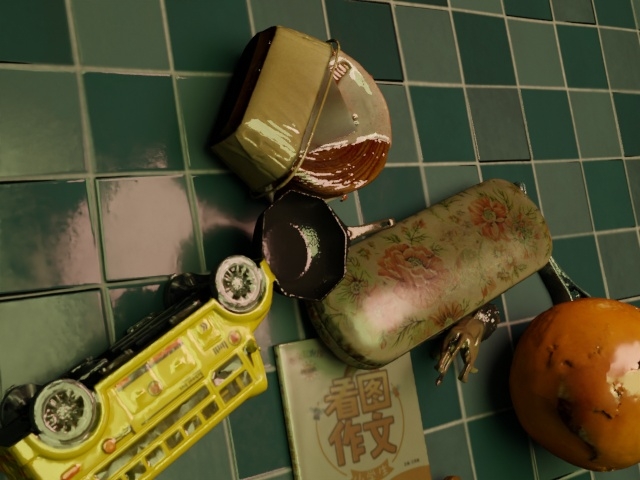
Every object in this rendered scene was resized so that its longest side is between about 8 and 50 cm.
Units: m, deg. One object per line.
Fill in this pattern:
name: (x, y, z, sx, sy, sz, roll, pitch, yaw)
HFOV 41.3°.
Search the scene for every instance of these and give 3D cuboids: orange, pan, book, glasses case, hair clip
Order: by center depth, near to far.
pan: (0.000, 0.016, 1.023, 0.202, 0.048, 0.128, 15, 73, -36)
book: (0.051, 0.266, 1.091, 0.207, 0.020, 0.296, -6, 83, -35)
glasses case: (0.161, 0.036, 1.160, 0.425, 0.098, 0.156, -25, 79, -36)
orange: (0.391, 0.203, 1.200, 0.246, 0.246, 0.246, 8, 76, -33)
hair clip: (0.356, 0.014, 1.344, 0.070, 0.039, 0.230, -31, 97, -34)

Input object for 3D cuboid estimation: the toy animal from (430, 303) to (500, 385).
toy animal: (0.190, 0.151, 1.168, 0.069, 0.086, 0.220, 25, 29, 14)

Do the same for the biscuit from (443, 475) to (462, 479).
biscuit: (0.216, 0.417, 1.153, 0.205, 0.031, 0.138, 49, 51, -25)

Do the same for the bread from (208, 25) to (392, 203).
bread: (-0.015, -0.146, 1.058, 0.211, 0.142, 0.224, 28, 65, -23)

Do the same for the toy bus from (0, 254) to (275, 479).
toy bus: (-0.172, 0.148, 0.885, 0.330, 0.144, 0.152, -37, 101, -33)
